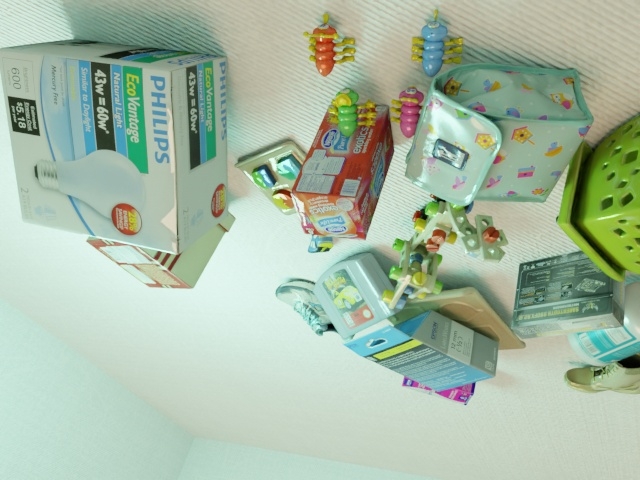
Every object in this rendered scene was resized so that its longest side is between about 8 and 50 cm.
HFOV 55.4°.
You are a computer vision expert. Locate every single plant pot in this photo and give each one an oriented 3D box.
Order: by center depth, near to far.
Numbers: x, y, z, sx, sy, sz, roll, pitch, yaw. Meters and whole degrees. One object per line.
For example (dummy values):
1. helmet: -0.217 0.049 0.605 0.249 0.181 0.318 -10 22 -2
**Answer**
1. plant pot: 0.555 -0.064 1.058 0.228 0.227 0.207 38 149 -26

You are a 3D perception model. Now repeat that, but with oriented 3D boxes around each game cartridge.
1. game cartridge: 0.088 0.150 1.674 0.196 0.060 0.294 61 146 8

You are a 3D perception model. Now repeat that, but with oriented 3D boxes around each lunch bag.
1. lunch bag: 0.288 -0.176 1.042 0.262 0.160 0.223 0 146 -5

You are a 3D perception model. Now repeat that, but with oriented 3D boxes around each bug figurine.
1. bug figurine: 0.101 -0.284 1.061 0.279 0.072 0.216 5 119 19

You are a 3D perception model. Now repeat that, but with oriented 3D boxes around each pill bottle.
1. pill bottle: 0.710 0.188 1.409 0.146 0.146 0.264 24 147 -8

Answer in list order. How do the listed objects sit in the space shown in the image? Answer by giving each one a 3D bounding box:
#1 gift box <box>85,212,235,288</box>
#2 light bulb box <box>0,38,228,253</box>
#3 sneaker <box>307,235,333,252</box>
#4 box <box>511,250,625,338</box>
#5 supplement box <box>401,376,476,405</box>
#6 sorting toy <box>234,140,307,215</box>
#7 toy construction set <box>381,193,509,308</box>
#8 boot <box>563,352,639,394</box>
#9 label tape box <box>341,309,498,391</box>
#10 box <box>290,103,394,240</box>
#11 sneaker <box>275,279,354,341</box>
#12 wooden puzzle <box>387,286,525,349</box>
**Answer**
1. gift box: -0.412 -0.048 1.546 0.276 0.258 0.255 3 146 42
2. light bulb box: -0.393 -0.198 1.219 0.361 0.225 0.358 10 115 14
3. sneaker: 0.000 0.000 1.595 0.053 0.059 0.144 -6 169 -17
4. box: 0.549 0.116 1.355 0.231 0.183 0.056 -19 132 43
5. supplement box: 0.386 0.437 1.975 0.220 0.114 0.111 15 148 10
6. sorting toy: -0.077 -0.136 1.442 0.193 0.038 0.208 -15 134 41
7. toy construction set: 0.255 0.011 1.321 0.151 0.215 0.328 30 146 -16
8. boot: 0.791 0.360 1.685 0.213 0.077 0.165 1 144 18
9. label tape box: 0.272 0.288 1.678 0.348 0.115 0.249 28 148 -16
10. box: 0.051 -0.137 1.172 0.128 0.257 0.122 6 142 19
11. sneaker: -0.009 0.215 1.843 0.283 0.122 0.110 21 147 -2
12. wooden puzzle: 0.357 0.217 1.707 0.322 0.080 0.348 -13 140 40
